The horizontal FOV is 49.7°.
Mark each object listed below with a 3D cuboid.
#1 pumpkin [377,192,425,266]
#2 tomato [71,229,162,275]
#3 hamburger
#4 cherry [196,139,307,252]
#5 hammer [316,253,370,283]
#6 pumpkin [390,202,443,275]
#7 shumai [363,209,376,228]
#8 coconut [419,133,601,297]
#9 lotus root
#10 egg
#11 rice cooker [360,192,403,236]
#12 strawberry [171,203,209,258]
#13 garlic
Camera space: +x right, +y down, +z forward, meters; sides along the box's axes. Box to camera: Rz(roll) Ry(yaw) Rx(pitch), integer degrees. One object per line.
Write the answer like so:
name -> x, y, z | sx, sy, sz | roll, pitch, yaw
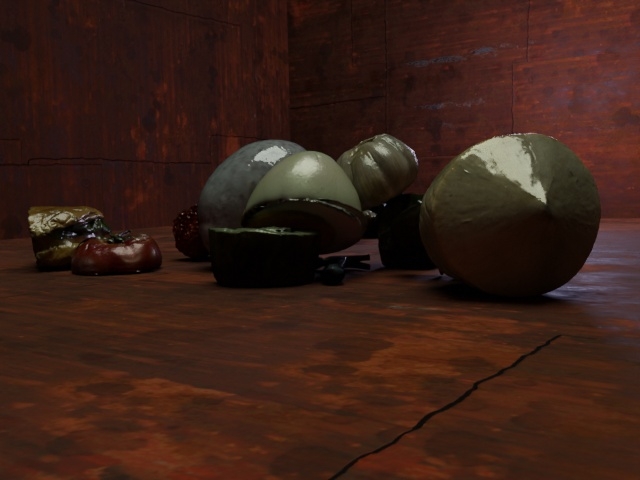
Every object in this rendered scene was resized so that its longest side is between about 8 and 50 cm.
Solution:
pumpkin -> 0.244, 0.018, 1.677 | 0.139, 0.190, 0.280 | 0, -38, 29
tomato -> -0.497, 0.026, 1.706 | 0.228, 0.101, 0.228 | 0, 7, 0
hamburger -> -0.671, -0.014, 1.872 | 0.209, 0.162, 0.330 | -5, 1, -21
cherry -> -0.142, -0.094, 1.721 | 0.335, 0.326, 0.291 | 1, 35, -45
hammer -> 0.041, 0.059, 1.488 | 0.137, 0.037, 0.290 | -3, 4, 3
pumpkin -> 0.266, -0.005, 1.401 | 0.254, 0.130, 0.149 | -10, -21, 13
shumai -> 0.018, -0.065, 2.335 | 0.283, 0.217, 0.346 | 30, 8, -15
coconut -> 0.323, -0.042, 1.201 | 0.329, 0.329, 0.329 | -1, 4, 0
lotus root -> -0.116, 0.030, 1.396 | 0.235, 0.119, 0.138 | 0, 4, 2
egg -> -0.034, -0.083, 1.524 | 0.264, 0.174, 0.286 | 9, -30, -13
rice cooker -> 0.181, -0.134, 2.600 | 0.267, 0.267, 0.224 | 0, 6, 20
strawberry -> -0.321, -0.016, 1.893 | 0.175, 0.107, 0.236 | -1, -34, -6
garlic -> 0.122, -0.159, 1.619 | 0.228, 0.152, 0.228 | -33, 5, 4
